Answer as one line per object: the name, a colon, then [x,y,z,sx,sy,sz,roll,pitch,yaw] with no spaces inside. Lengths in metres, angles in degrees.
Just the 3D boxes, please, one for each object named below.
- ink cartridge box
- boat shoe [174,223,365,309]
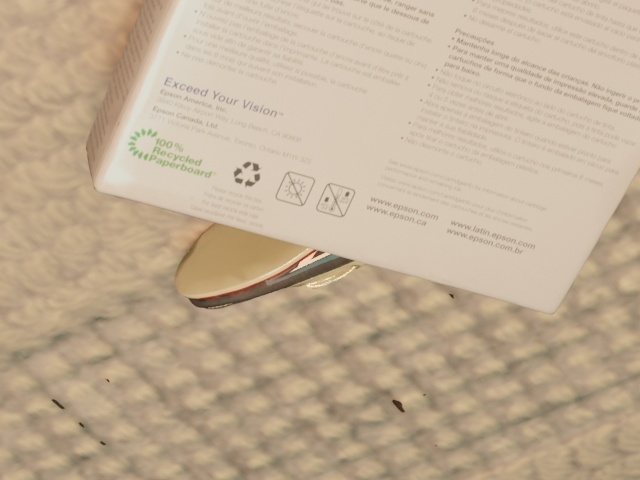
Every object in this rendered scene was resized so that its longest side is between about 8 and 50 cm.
ink cartridge box: [0.047,-0.092,0.789,0.223,0.045,0.224,16,118,-24]
boat shoe: [0.000,0.000,0.898,0.137,0.049,0.043,-26,136,12]
